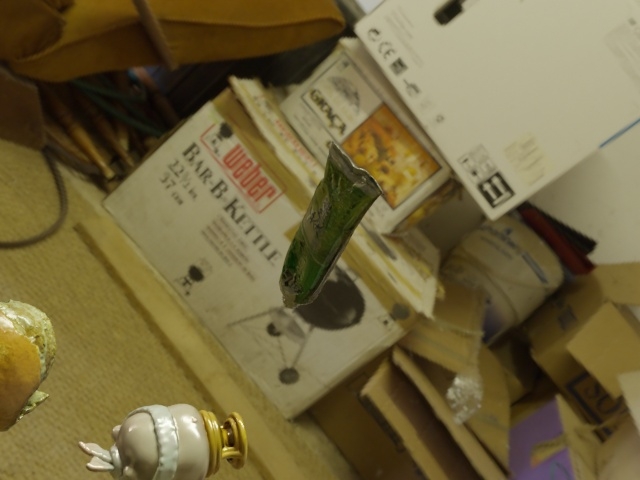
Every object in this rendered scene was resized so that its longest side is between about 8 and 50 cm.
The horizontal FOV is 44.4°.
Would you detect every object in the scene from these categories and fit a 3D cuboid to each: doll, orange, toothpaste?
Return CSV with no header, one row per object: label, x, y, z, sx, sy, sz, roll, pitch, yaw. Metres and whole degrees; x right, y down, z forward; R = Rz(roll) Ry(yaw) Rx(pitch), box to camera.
doll,-0.127,0.171,0.622,0.127,0.084,0.073,-1,45,-24
orange,-0.357,0.139,0.863,0.134,0.156,0.156,55,17,5
toothpaste,0.000,0.000,0.866,0.047,0.248,0.078,-28,67,-38
